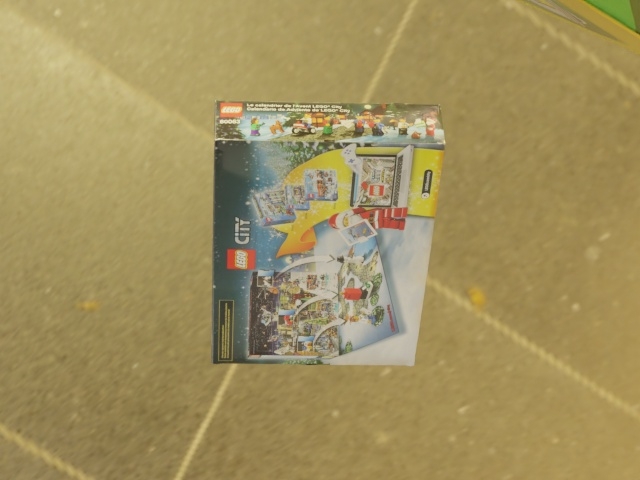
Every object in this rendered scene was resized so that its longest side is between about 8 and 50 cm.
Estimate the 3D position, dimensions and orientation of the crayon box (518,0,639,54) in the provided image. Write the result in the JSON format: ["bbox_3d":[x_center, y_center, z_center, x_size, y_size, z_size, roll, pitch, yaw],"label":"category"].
[{"bbox_3d":[0.011,-0.216,0.766,0.313,0.363,0.106,18,102,-52],"label":"crayon box"}]

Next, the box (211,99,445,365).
[{"bbox_3d":[0.000,0.000,1.216,0.159,0.233,0.044,2,45,-3],"label":"box"}]
